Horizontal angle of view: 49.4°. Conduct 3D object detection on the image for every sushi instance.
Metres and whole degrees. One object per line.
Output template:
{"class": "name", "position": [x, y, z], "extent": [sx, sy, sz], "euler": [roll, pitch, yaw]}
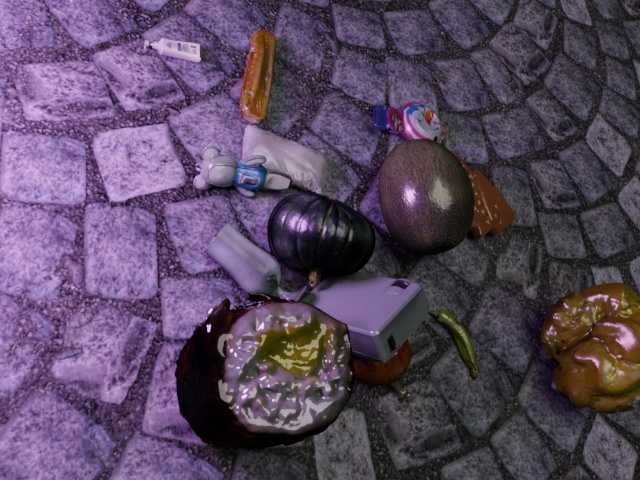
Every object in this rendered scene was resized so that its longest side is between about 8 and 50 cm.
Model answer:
{"class": "sushi", "position": [-0.123, 0.261, 1.358], "extent": [0.299, 0.294, 0.281], "euler": [23, 63, -18]}

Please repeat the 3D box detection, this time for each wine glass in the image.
{"class": "wine glass", "position": [-0.147, 0.067, 1.546], "extent": [0.231, 0.103, 0.103], "euler": [41, 56, -5]}

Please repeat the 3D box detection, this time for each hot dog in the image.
{"class": "hot dog", "position": [-0.161, -0.419, 1.773], "extent": [0.083, 0.068, 0.289], "euler": [35, 49, -40]}

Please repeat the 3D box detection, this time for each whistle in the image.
{"class": "whistle", "position": [-0.180, -0.157, 1.632], "extent": [0.235, 0.114, 0.077], "euler": [7, 27, -26]}

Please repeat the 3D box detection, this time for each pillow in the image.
{"class": "pillow", "position": [-0.088, -0.203, 1.727], "extent": [0.229, 0.051, 0.128], "euler": [19, 60, -19]}

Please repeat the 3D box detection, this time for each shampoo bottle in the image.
{"class": "shampoo bottle", "position": [-0.363, -0.471, 1.702], "extent": [0.141, 0.034, 0.049], "euler": [5, 74, -27]}

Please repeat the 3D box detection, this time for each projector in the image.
{"class": "projector", "position": [0.090, 0.163, 1.549], "extent": [0.192, 0.256, 0.099], "euler": [-42, 125, -35]}

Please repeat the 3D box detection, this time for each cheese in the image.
{"class": "cheese", "position": [0.258, -0.332, 1.969], "extent": [0.244, 0.062, 0.155], "euler": [7, 67, -26]}

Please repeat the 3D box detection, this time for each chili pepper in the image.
{"class": "chili pepper", "position": [0.360, 0.254, 1.783], "extent": [0.049, 0.043, 0.208], "euler": [-32, 87, -48]}

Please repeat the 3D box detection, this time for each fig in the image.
{"class": "fig", "position": [0.142, 0.266, 1.604], "extent": [0.202, 0.148, 0.149], "euler": [35, 78, -52]}

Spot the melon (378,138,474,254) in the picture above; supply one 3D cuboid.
{"class": "melon", "position": [0.267, -0.114, 1.772], "extent": [0.237, 0.237, 0.302], "euler": [0, 68, -29]}

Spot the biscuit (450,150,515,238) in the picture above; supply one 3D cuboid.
{"class": "biscuit", "position": [0.440, -0.114, 1.973], "extent": [0.306, 0.043, 0.284], "euler": [18, 56, -26]}

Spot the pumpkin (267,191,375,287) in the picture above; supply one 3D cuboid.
{"class": "pumpkin", "position": [0.000, 0.000, 1.579], "extent": [0.250, 0.250, 0.216], "euler": [9, 84, -26]}

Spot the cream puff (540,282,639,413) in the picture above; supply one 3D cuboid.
{"class": "cream puff", "position": [0.736, 0.260, 1.828], "extent": [0.275, 0.378, 0.378], "euler": [43, 55, -6]}
